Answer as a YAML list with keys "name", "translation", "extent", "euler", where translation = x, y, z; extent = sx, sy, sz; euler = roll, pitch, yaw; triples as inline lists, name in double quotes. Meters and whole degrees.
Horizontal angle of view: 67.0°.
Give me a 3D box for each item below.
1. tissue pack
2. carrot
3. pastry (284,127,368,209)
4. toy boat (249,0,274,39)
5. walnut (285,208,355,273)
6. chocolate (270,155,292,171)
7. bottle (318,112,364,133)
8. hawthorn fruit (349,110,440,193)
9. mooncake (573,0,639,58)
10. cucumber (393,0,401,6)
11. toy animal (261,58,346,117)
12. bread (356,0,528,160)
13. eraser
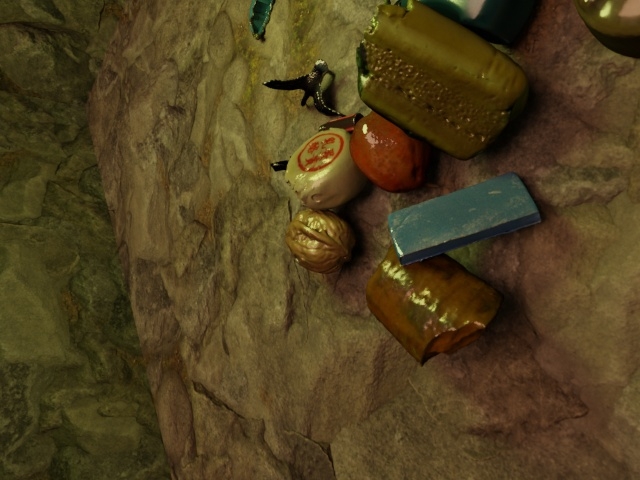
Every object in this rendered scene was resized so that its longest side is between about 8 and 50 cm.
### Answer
- name: "tissue pack"
  translation: [0.342, -0.581, 1.106]
  extent: [0.287, 0.198, 0.205]
  euler: [37, 113, 44]
- name: "carrot"
  translation: [0.264, 0.151, 1.128]
  extent: [0.341, 0.242, 0.241]
  euler: [44, 119, 42]
- name: "pastry"
  translation: [0.018, -0.210, 1.425]
  extent: [0.265, 0.133, 0.264]
  euler: [-20, 49, 25]
- name: "toy boat"
  translation: [-0.220, -0.849, 1.806]
  extent: [0.077, 0.075, 0.185]
  euler: [56, 129, 43]
- name: "walnut"
  translation: [0.000, 0.000, 1.454]
  extent: [0.245, 0.198, 0.198]
  euler: [27, 107, 46]
- name: "chocolate"
  translation: [-0.100, -0.263, 1.659]
  extent: [0.147, 0.072, 0.070]
  euler: [13, 86, 41]
- name: "bottle"
  translation: [0.062, -0.351, 1.495]
  extent: [0.164, 0.060, 0.060]
  euler: [-1, 88, 47]
- name: "hawthorn fruit"
  translation: [0.203, -0.223, 1.251]
  extent: [0.262, 0.211, 0.210]
  euler: [53, 126, 12]
- name: "mooncake"
  translation: [0.602, -0.487, 0.860]
  extent: [0.285, 0.156, 0.284]
  euler: [-4, 85, 49]
- name: "cucumber"
  translation: [0.195, -0.583, 1.364]
  extent: [0.227, 0.069, 0.069]
  euler: [-56, 51, 34]
- name: "toy animal"
  translation: [-0.021, -0.488, 1.561]
  extent: [0.273, 0.197, 0.160]
  euler: [32, 98, -3]
- name: "bread"
  translation: [0.267, -0.357, 1.086]
  extent: [0.377, 0.208, 0.251]
  euler: [32, 133, 2]
- name: "eraser"
  translation: [0.310, -0.050, 1.085]
  extent: [0.312, 0.042, 0.144]
  euler: [-19, 46, 12]
